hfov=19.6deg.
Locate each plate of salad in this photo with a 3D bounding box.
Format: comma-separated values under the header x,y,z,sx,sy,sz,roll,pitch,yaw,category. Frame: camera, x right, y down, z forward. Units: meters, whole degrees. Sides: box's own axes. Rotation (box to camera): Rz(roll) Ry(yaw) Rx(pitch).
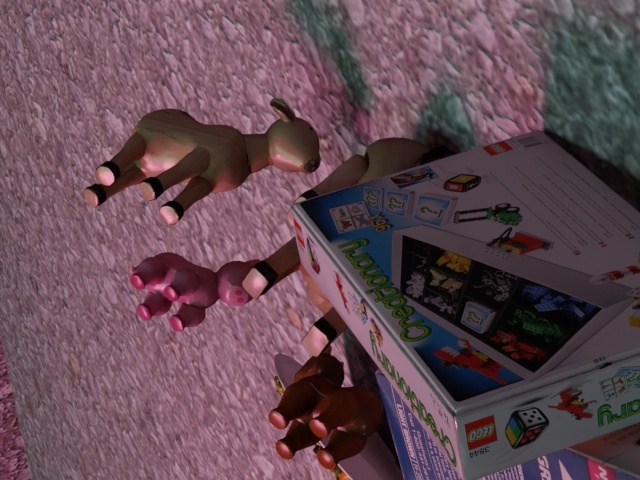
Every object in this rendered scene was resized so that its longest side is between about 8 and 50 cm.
x,y,z,sx,sy,sz,roll,pitch,yaw,category
0.016,0.186,1.683,0.200,0.048,0.200,48,-172,-9,plate of salad

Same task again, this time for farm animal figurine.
x,y,z,sx,sy,sz,roll,pitch,yaw,category
0.000,0.000,1.514,0.326,0.172,0.330,-28,99,49,farm animal figurine

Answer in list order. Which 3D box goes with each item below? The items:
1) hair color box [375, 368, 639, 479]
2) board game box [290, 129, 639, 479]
x,y,z,sx,sy,sz,roll,pitch,yaw,category
0.198,0.130,1.176,0.347,0.174,0.105,16,125,63,hair color box
0.118,0.028,1.168,0.305,0.193,0.053,-127,23,-60,board game box
